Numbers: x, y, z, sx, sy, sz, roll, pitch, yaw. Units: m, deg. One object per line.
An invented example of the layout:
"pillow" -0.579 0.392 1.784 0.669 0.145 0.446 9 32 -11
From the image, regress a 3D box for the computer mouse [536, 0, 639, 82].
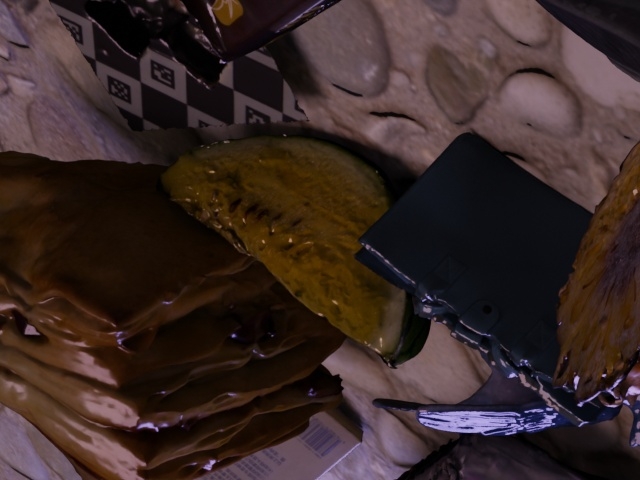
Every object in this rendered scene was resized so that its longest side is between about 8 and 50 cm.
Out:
"computer mouse" 0.248 -0.124 1.094 0.379 0.167 0.090 46 175 42

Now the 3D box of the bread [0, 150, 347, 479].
"bread" -0.175 0.034 1.714 0.370 0.314 0.191 39 127 25

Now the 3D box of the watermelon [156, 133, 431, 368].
"watermelon" 0.000 0.000 1.606 0.301 0.129 0.123 38 151 38

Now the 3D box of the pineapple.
"pineapple" 0.321 0.033 1.234 0.272 0.262 0.262 24 150 -8

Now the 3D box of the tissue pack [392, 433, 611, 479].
"tissue pack" 0.154 0.287 1.721 0.245 0.123 0.332 23 150 -13

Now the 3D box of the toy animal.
"toy animal" 0.170 0.119 1.526 0.255 0.239 0.176 -26 76 17

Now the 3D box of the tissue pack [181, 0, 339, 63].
"tissue pack" 0.038 -0.278 1.173 0.198 0.210 0.370 58 149 -3

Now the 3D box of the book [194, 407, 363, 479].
"book" -0.090 0.209 1.919 0.161 0.026 0.231 41 115 -14

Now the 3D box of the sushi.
"sushi" -0.127 -0.196 1.614 0.220 0.047 0.231 0 132 44

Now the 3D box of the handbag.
"handbag" 0.149 0.030 1.454 0.221 0.144 0.057 36 146 17
